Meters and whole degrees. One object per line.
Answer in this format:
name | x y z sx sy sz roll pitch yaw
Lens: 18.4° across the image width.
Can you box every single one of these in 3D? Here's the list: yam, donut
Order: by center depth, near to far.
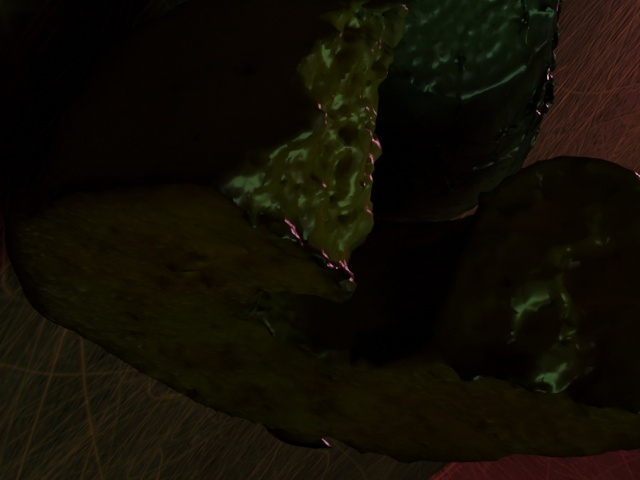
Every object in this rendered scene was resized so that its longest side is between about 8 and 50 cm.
donut | 0.000 0.000 1.243 0.377 0.435 0.163 -10 -122 47
yam | 0.067 -0.135 1.338 0.202 0.201 0.271 -42 158 -16
